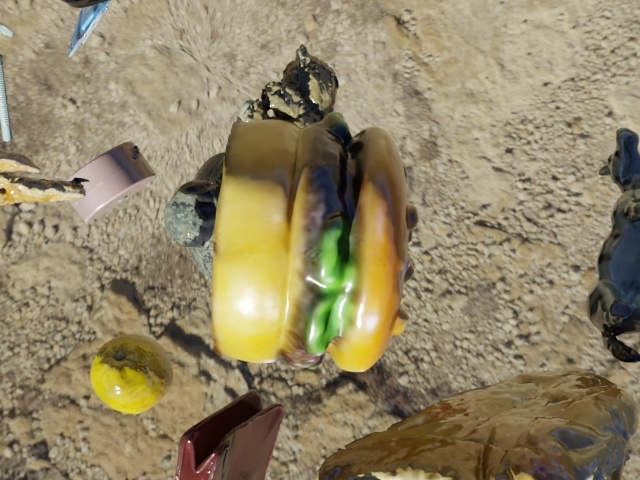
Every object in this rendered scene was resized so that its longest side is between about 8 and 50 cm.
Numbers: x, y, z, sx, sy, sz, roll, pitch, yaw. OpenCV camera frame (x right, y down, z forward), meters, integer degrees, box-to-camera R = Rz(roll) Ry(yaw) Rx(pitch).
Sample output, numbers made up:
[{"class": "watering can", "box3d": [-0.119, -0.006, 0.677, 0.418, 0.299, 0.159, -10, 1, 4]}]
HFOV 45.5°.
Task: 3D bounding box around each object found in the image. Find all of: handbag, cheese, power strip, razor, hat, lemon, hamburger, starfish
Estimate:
[{"class": "handbag", "box3d": [-0.179, 0.437, 1.416, 0.084, 0.260, 0.276, 20, 106, 21]}, {"class": "cheese", "box3d": [-0.307, -0.369, 1.045, 0.052, 0.245, 0.135, 21, 140, -33]}, {"class": "power strip", "box3d": [-0.364, -0.103, 1.321, 0.154, 0.154, 0.078, -34, 96, 0]}, {"class": "razor", "box3d": [-0.578, -0.286, 1.387, 0.035, 0.084, 0.211, -2, 109, -25]}, {"class": "hat", "box3d": [-0.237, -0.051, 1.531, 0.128, 0.265, 0.266, 0, 107, -49]}, {"class": "lemon", "box3d": [-0.405, 0.289, 1.651, 0.170, 0.207, 0.170, -5, 63, 10]}, {"class": "hamburger", "box3d": [0.171, 0.227, 0.665, 0.329, 0.209, 0.162, -10, 93, -26]}, {"class": "starfish", "box3d": [-0.344, -0.042, 0.620, 0.302, 0.299, 0.060, 2, 80, 9]}, {"class": "hamburger", "box3d": [0.000, 0.000, 1.123, 0.277, 0.396, 0.396, 4, 102, -1]}]

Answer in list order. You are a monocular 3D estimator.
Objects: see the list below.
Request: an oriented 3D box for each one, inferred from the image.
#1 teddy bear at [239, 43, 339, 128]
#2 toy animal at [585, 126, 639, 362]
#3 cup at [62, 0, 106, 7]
[{"class": "teddy bear", "box3d": [-0.051, -0.268, 1.580, 0.156, 0.267, 0.256, 10, 72, 15]}, {"class": "toy animal", "box3d": [0.331, -0.008, 0.771, 0.089, 0.170, 0.255, 17, 68, 5]}, {"class": "cup", "box3d": [-0.171, -0.274, 0.622, 0.138, 0.150, 0.113, 11, 140, 27]}]
